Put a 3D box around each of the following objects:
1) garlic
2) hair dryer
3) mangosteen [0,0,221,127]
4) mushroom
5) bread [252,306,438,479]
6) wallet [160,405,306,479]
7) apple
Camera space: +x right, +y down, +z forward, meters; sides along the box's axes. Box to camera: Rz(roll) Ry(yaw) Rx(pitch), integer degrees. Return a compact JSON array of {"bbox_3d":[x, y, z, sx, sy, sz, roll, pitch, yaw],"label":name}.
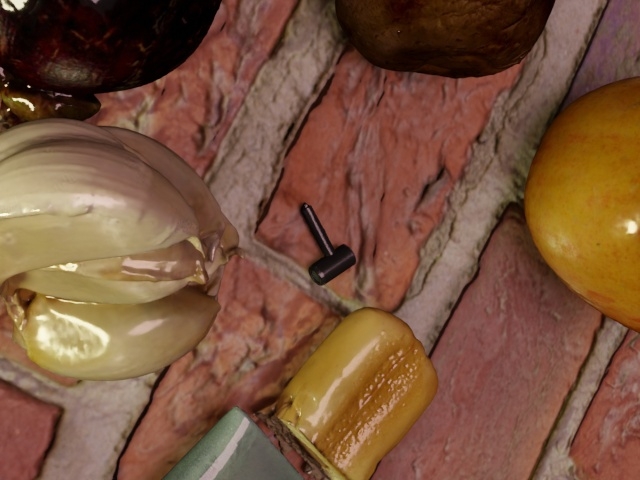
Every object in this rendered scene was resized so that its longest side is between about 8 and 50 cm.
[{"bbox_3d":[-0.163,-0.003,0.849,0.203,0.185,0.281,-4,138,3],"label":"garlic"},{"bbox_3d":[0.000,0.000,1.064,0.047,0.026,0.083,-33,108,-25],"label":"hair dryer"},{"bbox_3d":[-0.198,-0.197,0.825,0.228,0.228,0.265,9,124,-32],"label":"mangosteen"},{"bbox_3d":[0.131,-0.226,1.019,0.231,0.194,0.138,-8,99,-19],"label":"mushroom"},{"bbox_3d":[0.032,0.158,1.065,0.173,0.085,0.134,-47,113,-17],"label":"bread"},{"bbox_3d":[-0.090,0.336,1.033,0.251,0.054,0.290,-44,121,-15],"label":"wallet"},{"bbox_3d":[0.383,-0.039,1.160,0.299,0.275,0.299,-14,111,-41],"label":"apple"}]
